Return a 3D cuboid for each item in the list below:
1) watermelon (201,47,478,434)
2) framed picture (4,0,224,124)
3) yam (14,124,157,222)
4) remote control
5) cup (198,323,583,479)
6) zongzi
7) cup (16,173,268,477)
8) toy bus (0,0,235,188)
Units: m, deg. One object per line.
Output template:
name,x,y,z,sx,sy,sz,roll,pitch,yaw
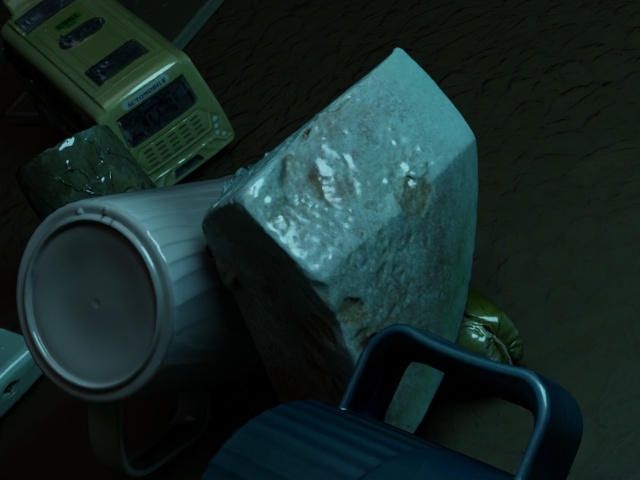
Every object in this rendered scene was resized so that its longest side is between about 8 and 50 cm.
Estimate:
watermelon,0.000,0.000,1.547,0.228,0.258,0.387,-2,79,38
framed picture,-0.305,-0.278,2.464,0.232,0.024,0.315,6,47,37
yam,-0.242,-0.013,1.929,0.154,0.254,0.154,-31,13,8
remote control,-0.459,0.150,1.990,0.296,0.056,0.140,12,49,44
cup,0.055,0.245,1.338,0.242,0.308,0.292,-10,18,-38
zongzi,0.086,0.121,1.652,0.204,0.094,0.205,-43,39,-5
cup,-0.165,0.074,1.693,0.208,0.273,0.288,44,114,21
toy bus,-0.281,-0.213,2.193,0.177,0.202,0.365,-38,42,-12
